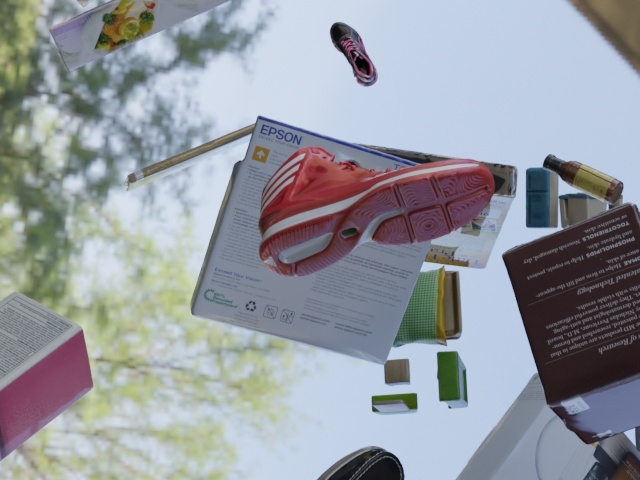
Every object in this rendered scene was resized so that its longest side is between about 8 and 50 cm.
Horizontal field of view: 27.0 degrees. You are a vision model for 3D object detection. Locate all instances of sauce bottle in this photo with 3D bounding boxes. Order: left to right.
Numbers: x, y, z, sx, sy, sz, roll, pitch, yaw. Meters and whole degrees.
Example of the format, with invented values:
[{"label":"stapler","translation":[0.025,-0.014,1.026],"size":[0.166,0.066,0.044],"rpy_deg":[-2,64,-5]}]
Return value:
[{"label":"sauce bottle","translation":[0.400,-0.097,2.038],"size":[0.128,0.042,0.042],"rpy_deg":[31,-63,32]}]

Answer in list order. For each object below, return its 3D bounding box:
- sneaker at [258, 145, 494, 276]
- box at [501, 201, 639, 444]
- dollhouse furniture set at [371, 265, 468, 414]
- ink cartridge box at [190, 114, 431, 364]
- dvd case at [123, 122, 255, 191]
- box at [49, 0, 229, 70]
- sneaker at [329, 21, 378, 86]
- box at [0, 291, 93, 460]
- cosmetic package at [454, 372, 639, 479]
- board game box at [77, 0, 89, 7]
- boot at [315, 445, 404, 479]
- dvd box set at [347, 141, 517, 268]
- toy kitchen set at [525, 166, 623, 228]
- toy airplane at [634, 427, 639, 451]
[{"label":"sneaker","translation":[0.042,-0.057,1.229],"size":[0.087,0.221,0.128],"rpy_deg":[71,6,-45]},{"label":"box","translation":[0.334,0.099,1.545],"size":[0.167,0.168,0.203],"rpy_deg":[-22,-120,16]},{"label":"dollhouse furniture set","translation":[0.185,0.189,2.684],"size":[0.151,0.198,0.301],"rpy_deg":[48,39,-69]},{"label":"ink cartridge box","translation":[0.000,0.000,2.050],"size":[0.071,0.324,0.330],"rpy_deg":[-122,-130,-71]},{"label":"dvd case","translation":[-0.207,-0.133,2.122],"size":[0.018,0.221,0.164],"rpy_deg":[66,-10,-2]},{"label":"box","translation":[-0.209,-0.323,1.805],"size":[0.067,0.324,0.063],"rpy_deg":[-135,-159,-72]},{"label":"sneaker","translation":[0.055,-0.307,2.169],"size":[0.119,0.047,0.057],"rpy_deg":[56,4,2]},{"label":"box","translation":[-0.462,0.203,1.909],"size":[0.149,0.232,0.127],"rpy_deg":[24,-45,30]},{"label":"cosmetic package","translation":[0.365,0.415,1.877],"size":[0.284,0.377,0.097],"rpy_deg":[-48,-165,-23]},{"label":"board game box","translation":[-0.454,-0.559,2.247],"size":[0.097,0.303,0.224],"rpy_deg":[-50,-167,-21]},{"label":"boot","translation":[0.071,0.445,1.915],"size":[0.284,0.377,0.138],"rpy_deg":[-9,-64,49]},{"label":"dvd box set","translation":[0.169,-0.053,2.352],"size":[0.420,0.308,0.062],"rpy_deg":[87,12,-72]},{"label":"toy kitchen set","translation":[0.458,-0.083,2.539],"size":[0.207,0.166,0.122],"rpy_deg":[0,-89,40]},{"label":"toy airplane","translation":[0.603,0.246,1.748],"size":[0.384,0.272,0.386],"rpy_deg":[52,-51,18]}]
